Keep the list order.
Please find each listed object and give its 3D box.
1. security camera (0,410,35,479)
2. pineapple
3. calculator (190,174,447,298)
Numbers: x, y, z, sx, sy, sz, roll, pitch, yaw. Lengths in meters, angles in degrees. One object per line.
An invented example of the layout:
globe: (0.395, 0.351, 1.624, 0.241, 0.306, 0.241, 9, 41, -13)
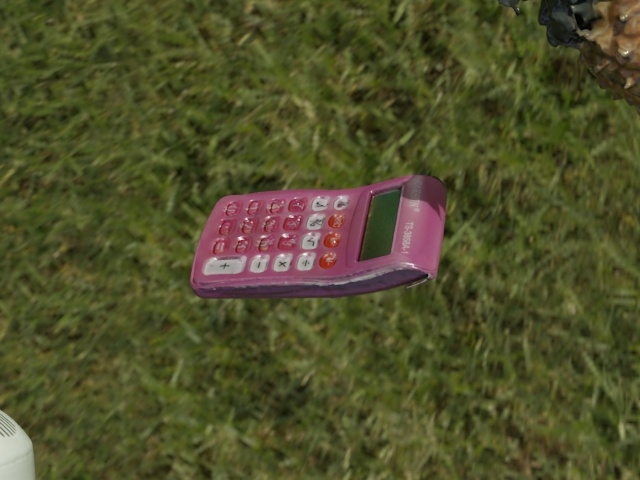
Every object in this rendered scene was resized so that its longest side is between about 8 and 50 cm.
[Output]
security camera: (-0.286, 0.076, 0.920, 0.195, 0.194, 0.236, -9, 93, 15)
pineapple: (0.176, -0.169, 0.963, 0.248, 0.128, 0.128, 28, 111, -3)
calculator: (0.000, 0.000, 1.123, 0.191, 0.126, 0.034, -5, 127, 14)
